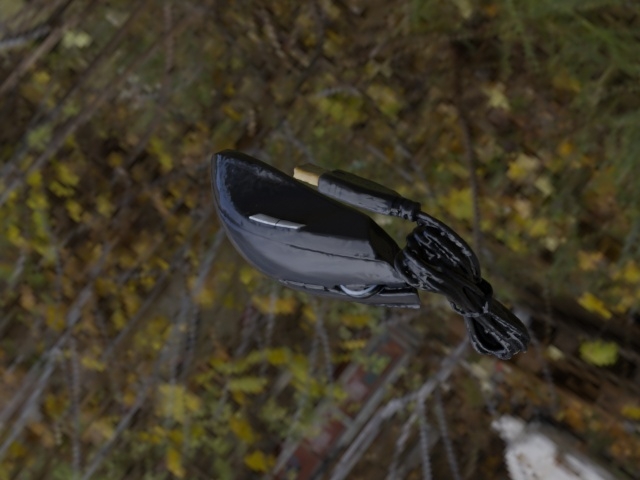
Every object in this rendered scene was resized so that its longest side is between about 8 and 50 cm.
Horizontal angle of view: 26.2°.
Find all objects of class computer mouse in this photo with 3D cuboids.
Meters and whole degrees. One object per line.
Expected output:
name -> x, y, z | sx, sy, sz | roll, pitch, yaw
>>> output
computer mouse -> 0.000, 0.000, 0.874 | 0.262, 0.060, 0.184 | 28, 168, 31
